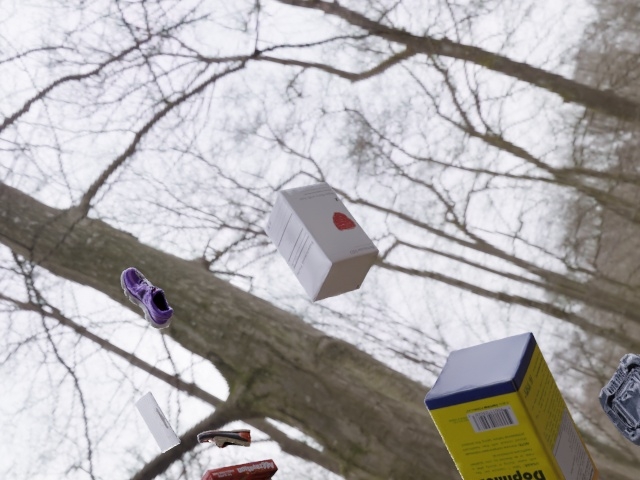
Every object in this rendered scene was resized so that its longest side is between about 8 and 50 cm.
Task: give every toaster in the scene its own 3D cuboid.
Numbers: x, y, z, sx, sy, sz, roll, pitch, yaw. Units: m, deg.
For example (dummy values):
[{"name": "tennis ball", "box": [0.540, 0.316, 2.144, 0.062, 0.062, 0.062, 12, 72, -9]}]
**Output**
[{"name": "toaster", "box": [0.592, 0.296, 1.337, 0.129, 0.146, 0.227, -63, 6, 10]}]

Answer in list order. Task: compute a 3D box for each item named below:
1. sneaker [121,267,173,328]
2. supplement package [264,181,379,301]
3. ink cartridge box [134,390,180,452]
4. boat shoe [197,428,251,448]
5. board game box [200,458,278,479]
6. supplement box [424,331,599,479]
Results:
[{"name": "sneaker", "box": [-0.385, 0.119, 1.774, 0.068, 0.170, 0.071, -21, -30, -49]}, {"name": "supplement package", "box": [0.000, 0.000, 2.252, 0.177, 0.293, 0.175, -13, -36, -35]}, {"name": "ink cartridge box", "box": [-0.382, 0.430, 1.889, 0.045, 0.145, 0.179, -28, -7, -34]}, {"name": "boat shoe", "box": [-0.237, 0.492, 1.931, 0.049, 0.136, 0.043, 76, -170, -66]}, {"name": "board game box", "box": [-0.197, 0.476, 1.322, 0.145, 0.027, 0.281, 6, -53, -49]}, {"name": "supplement box", "box": [0.388, 0.399, 1.568, 0.357, 0.195, 0.194, 63, -148, -9]}]
